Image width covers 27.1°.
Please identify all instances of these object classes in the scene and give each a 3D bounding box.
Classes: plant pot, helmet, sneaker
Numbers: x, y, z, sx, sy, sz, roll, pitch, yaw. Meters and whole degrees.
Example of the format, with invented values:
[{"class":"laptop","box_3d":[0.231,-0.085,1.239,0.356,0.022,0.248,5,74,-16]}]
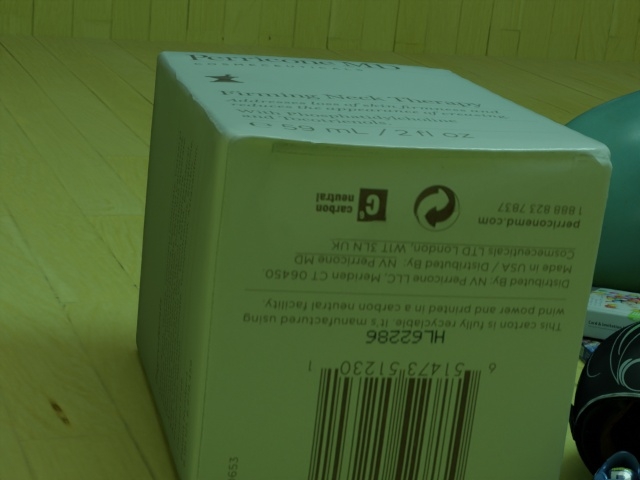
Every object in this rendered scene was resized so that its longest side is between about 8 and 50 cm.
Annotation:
[{"class":"plant pot","box_3d":[0.424,-0.062,1.763,0.235,0.293,0.293,-11,18,-2]},{"class":"helmet","box_3d":[0.320,0.148,1.210,0.169,0.169,0.161,15,35,27]},{"class":"sneaker","box_3d":[0.243,0.224,1.105,0.053,0.059,0.144,12,18,11]}]

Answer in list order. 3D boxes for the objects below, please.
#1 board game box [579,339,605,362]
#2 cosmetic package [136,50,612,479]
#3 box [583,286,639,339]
[{"class":"board game box","box_3d":[0.349,0.137,1.503,0.090,0.020,0.090,3,16,-15]},{"class":"cosmetic package","box_3d":[0.019,0.021,1.236,0.330,0.327,0.393,1,16,-16]},{"class":"box","box_3d":[0.350,0.089,1.587,0.186,0.038,0.145,10,11,26]}]
